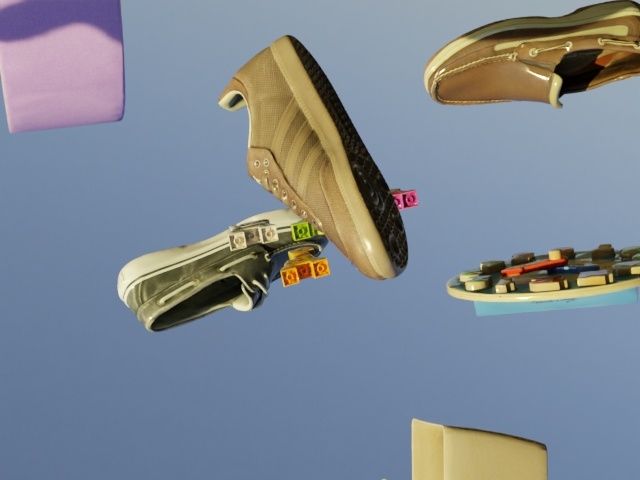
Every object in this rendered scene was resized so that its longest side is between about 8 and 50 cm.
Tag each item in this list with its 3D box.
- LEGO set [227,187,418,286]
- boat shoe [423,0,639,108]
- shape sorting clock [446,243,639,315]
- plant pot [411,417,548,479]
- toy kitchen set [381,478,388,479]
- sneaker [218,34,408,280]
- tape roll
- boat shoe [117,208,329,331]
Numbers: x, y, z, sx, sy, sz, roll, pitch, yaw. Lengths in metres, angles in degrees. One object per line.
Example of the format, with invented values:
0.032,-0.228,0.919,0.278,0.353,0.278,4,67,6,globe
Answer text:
0.000,0.000,1.590,0.227,0.087,0.093,-13,-168,-11,LEGO set
0.243,-0.191,1.469,0.257,0.095,0.095,-17,-129,8,boat shoe
0.218,0.028,1.223,0.206,0.040,0.206,-8,-169,2,shape sorting clock
0.137,0.208,1.139,0.096,0.109,0.109,1,176,-11,plant pot
0.125,0.385,1.451,0.166,0.207,0.122,8,156,16,toy kitchen set
-0.006,-0.043,0.862,0.066,0.071,0.188,30,-149,-56,sneaker
-0.211,-0.222,1.015,0.090,0.275,0.275,-8,-155,-11,tape roll
-0.125,0.055,1.953,0.335,0.121,0.119,-20,-122,-18,boat shoe
